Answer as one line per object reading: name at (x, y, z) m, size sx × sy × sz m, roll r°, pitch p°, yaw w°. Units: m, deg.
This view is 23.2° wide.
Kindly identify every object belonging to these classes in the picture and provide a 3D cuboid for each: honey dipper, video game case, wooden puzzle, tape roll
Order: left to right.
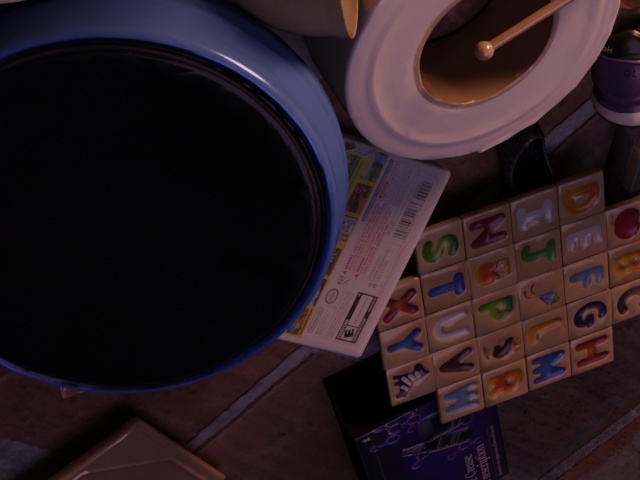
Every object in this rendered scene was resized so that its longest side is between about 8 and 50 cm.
wooden puzzle at (-0.251, 0.298, 1.816) m, size 0.221 × 0.044 × 0.239 m, roll -36°, pitch 147°, yaw 6°
video game case at (0.000, 0.000, 1.574) m, size 0.206 × 0.026 × 0.227 m, roll 15°, pitch 109°, yaw -31°
tape roll at (0.132, -0.209, 1.436) m, size 0.286 × 0.100 × 0.286 m, roll -19°, pitch 142°, yaw -16°
honey dipper at (0.206, -0.207, 1.381) m, size 0.161 × 0.030 × 0.030 m, roll -31°, pitch 143°, yaw 5°

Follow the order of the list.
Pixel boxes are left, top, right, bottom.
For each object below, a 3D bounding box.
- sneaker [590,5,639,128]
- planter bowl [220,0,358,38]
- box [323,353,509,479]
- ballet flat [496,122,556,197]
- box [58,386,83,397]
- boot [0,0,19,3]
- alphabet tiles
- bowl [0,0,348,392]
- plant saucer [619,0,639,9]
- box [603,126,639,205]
sneaker at (0.401, -0.213, 1.535) m, size 0.283 × 0.107 × 0.124 m, roll -23°, pitch 137°, yaw -10°
planter bowl at (-0.032, -0.241, 1.259) m, size 0.109 × 0.162 × 0.162 m, roll -3°, pitch 142°, yaw 7°
box at (0.125, 0.236, 1.945) m, size 0.184 × 0.103 × 0.261 m, roll -24°, pitch 143°, yaw -4°
ballet flat at (0.226, -0.076, 1.692) m, size 0.057 × 0.049 × 0.173 m, roll -30°, pitch 143°, yaw 1°
box at (-0.127, 0.074, 1.616) m, size 0.324 × 0.067 × 0.063 m, roll -17°, pitch 141°, yaw -16°
boot at (-0.211, -0.274, 1.157) m, size 0.244 × 0.088 × 0.176 m, roll -10°, pitch 124°, yaw -12°
alphabet tiles at (0.226, 0.068, 1.769) m, size 0.343 × 0.011 × 0.285 m, roll -19°, pitch 127°, yaw -11°
bowl at (-0.171, -0.029, 1.300) m, size 0.391 × 0.077 × 0.391 m, roll -2°, pitch 126°, yaw -2°
plant saucer at (0.398, -0.314, 1.535) m, size 0.311 × 0.050 × 0.310 m, roll -18°, pitch 141°, yaw -15°
box at (0.426, -0.140, 1.748) m, size 0.183 × 0.056 × 0.231 m, roll -15°, pitch 140°, yaw -20°
